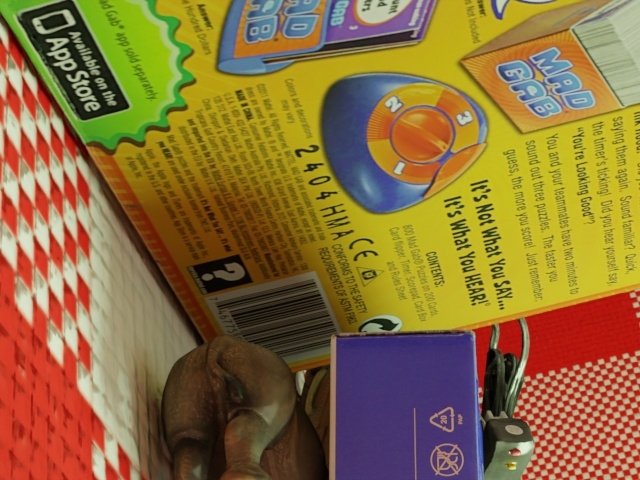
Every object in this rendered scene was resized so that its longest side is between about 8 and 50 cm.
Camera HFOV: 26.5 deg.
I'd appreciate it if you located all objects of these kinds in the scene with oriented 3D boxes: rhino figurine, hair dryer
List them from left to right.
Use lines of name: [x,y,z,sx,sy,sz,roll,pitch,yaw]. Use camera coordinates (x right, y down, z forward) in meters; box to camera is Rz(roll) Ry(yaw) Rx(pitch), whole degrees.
rhino figurine: [-0.026,0.141,0.709,0.243,0.073,0.106,71,12,-49]
hair dryer: [0.163,0.219,1.127,0.223,0.080,0.294,-69,164,-62]

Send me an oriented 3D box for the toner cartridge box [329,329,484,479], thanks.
toner cartridge box: [0.047,0.234,0.667,0.165,0.075,0.348,75,15,-66]

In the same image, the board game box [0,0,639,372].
board game box: [0.050,-0.187,0.779,0.356,0.356,0.356,67,11,-54]

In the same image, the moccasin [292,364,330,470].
moccasin: [0.038,0.138,1.041,0.139,0.147,0.380,59,15,-15]
